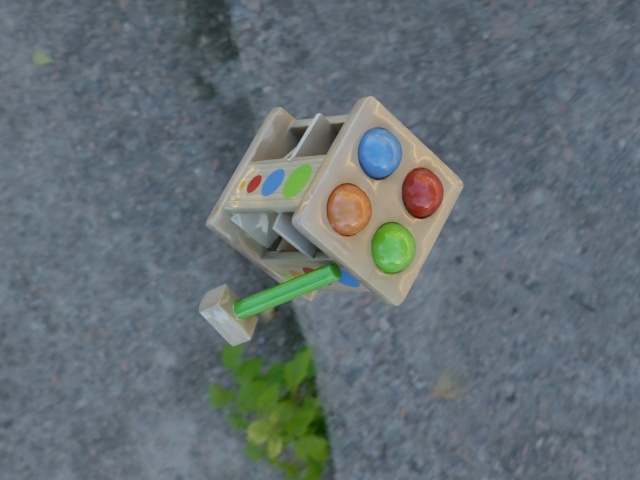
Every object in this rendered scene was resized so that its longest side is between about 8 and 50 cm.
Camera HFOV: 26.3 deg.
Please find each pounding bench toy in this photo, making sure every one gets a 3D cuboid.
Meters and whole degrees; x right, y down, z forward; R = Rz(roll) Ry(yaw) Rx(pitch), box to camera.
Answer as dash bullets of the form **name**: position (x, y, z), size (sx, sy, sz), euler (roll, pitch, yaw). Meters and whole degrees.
- **pounding bench toy**: position (0.000, 0.000, 0.471), size (0.052, 0.083, 0.065), euler (40, 159, -29)
